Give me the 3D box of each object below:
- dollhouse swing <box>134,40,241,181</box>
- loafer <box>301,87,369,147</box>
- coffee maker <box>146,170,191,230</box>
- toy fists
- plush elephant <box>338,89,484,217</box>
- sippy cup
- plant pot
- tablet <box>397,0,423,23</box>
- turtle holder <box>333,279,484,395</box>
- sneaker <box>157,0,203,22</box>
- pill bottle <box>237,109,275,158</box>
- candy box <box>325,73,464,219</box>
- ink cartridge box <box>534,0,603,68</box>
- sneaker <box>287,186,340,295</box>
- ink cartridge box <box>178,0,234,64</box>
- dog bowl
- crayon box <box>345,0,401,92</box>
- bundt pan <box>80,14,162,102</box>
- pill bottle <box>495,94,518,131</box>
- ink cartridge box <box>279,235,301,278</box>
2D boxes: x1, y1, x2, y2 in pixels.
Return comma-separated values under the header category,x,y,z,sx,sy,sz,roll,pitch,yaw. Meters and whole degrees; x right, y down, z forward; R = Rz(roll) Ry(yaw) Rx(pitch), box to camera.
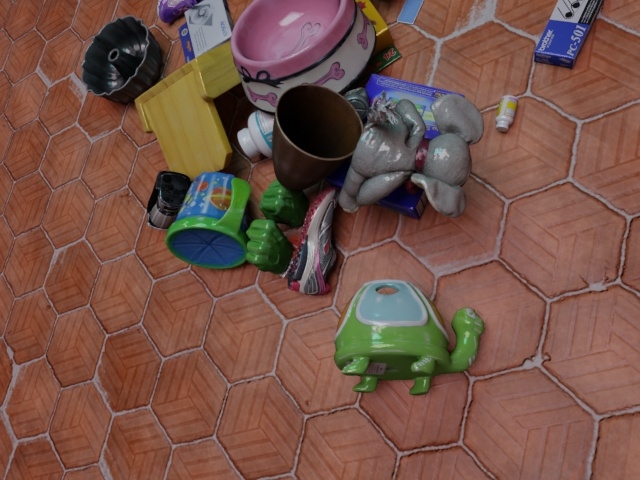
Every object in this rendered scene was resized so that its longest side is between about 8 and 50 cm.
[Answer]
category,x,y,z,sx,sy,sz,roll,pitch,yaw
dollhouse swing,-0.362,-0.402,1.454,0.346,0.305,0.315,-12,28,40
loafer,0.018,-0.322,1.219,0.267,0.096,0.084,-20,39,31
coffee maker,-0.485,-0.142,1.427,0.178,0.120,0.171,-42,70,50
toy fists,-0.125,-0.049,1.253,0.096,0.142,0.280,11,70,25
plush elephant,0.210,-0.176,0.985,0.255,0.330,0.272,26,80,4
sippy cup,-0.308,-0.068,1.317,0.305,0.240,0.224,-8,56,16
plant pot,-0.035,-0.227,1.139,0.215,0.230,0.216,9,62,-17
tablet,0.267,-0.682,1.347,0.054,0.006,0.083,23,87,26
turtle holder,0.188,0.207,1.026,0.320,0.243,0.228,-16,54,28
sneaker,-0.501,-0.889,1.686,0.236,0.095,0.105,-36,73,10
pill bottle,-0.111,-0.340,1.344,0.263,0.146,0.146,-24,69,17
candy box,0.197,-0.248,1.202,0.268,0.122,0.318,24,86,25
ink cartridge box,0.624,-0.541,1.135,0.097,0.046,0.207,24,87,27
sneaker,0.000,0.000,1.233,0.111,0.121,0.300,16,91,-11
ink cartridge box,-0.422,-0.756,1.639,0.223,0.045,0.224,-24,69,16
dog bowl,-0.064,-0.547,1.234,0.407,0.150,0.409,-12,58,19
crayon box,0.083,-0.628,1.371,0.202,0.081,0.319,-32,67,12
bundt pan,-0.729,-0.662,1.704,0.330,0.124,0.331,-6,75,23
pill bottle,0.468,-0.319,1.147,0.043,0.043,0.084,15,83,26
ink cartridge box,-0.092,0.045,1.301,0.062,0.029,0.115,32,91,27
